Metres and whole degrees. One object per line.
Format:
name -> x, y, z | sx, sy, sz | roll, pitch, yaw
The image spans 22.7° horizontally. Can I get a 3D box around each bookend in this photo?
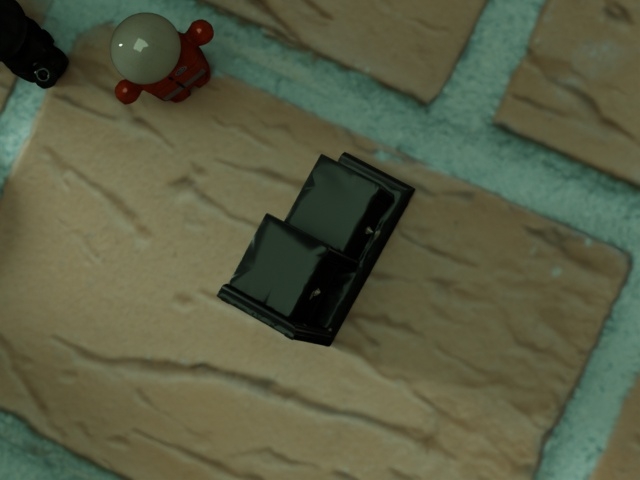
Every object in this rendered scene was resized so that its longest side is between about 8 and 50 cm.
bookend -> 0.000, 0.000, 1.305 | 0.072, 0.156, 0.157 | 28, 89, 13

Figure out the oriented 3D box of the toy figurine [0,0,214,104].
toy figurine -> -0.189, -0.228, 1.369 | 0.213, 0.148, 0.209 | 10, 87, 12
